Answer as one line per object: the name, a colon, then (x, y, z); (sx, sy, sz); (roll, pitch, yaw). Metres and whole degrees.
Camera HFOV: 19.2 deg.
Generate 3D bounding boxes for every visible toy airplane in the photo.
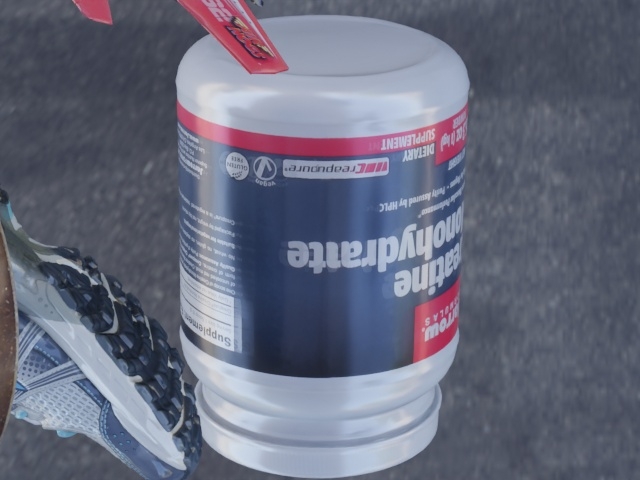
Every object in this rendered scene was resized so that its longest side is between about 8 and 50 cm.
toy airplane: (-0.079, -0.125, 0.869); (0.151, 0.151, 0.028); (40, 115, -10)

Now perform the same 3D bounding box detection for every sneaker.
sneaker: (-0.191, 0.054, 1.123); (0.122, 0.110, 0.283); (-43, 100, 13)

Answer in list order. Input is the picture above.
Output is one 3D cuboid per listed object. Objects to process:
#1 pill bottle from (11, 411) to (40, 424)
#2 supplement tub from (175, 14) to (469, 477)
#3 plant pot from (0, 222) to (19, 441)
pill bottle: (-0.274, 0.062, 1.412); (0.193, 0.108, 0.108); (24, 116, 17)
supplement tub: (0.000, 0.000, 1.260); (0.191, 0.191, 0.272); (3, 112, 6)
plant pot: (-0.272, 0.036, 0.708); (0.215, 0.230, 0.215); (15, 113, 39)
